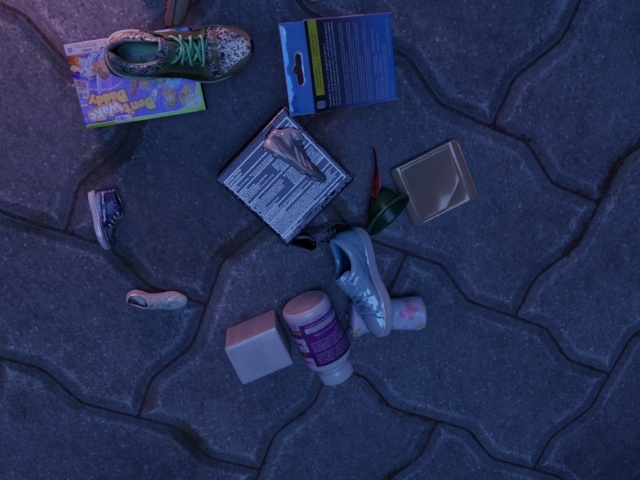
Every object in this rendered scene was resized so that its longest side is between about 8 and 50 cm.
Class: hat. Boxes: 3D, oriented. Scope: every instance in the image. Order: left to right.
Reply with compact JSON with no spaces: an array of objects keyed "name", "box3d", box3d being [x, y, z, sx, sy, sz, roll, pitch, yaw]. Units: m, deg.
[{"name":"hat","box3d":[0.173,-0.151,1.745,0.208,0.173,0.183,-45,72,7]}]

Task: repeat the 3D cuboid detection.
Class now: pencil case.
[{"name":"pencil case","box3d":[0.227,0.260,1.837,0.273,0.113,0.124,-5,84,-7]}]

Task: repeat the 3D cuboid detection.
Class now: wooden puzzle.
[{"name":"wooden puzzle","box3d":[0.377,-0.188,1.765,0.238,0.044,0.221,-25,108,5]}]

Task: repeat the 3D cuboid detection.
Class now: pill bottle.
[{"name":"pill bottle","box3d":[0.002,0.334,1.804,0.169,0.169,0.302,-24,107,0]}]

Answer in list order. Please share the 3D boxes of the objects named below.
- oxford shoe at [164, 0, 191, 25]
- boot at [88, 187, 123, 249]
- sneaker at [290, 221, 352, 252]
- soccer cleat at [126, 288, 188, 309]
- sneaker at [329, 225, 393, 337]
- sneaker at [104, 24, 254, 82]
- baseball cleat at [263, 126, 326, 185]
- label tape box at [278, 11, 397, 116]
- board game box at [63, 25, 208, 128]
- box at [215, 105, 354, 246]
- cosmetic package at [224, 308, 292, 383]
[{"name":"oxford shoe","box3d":[-0.301,-0.744,1.412,0.146,0.140,0.397,19,111,-28]},{"name":"boot","box3d":[-0.652,-0.068,1.652,0.086,0.069,0.190,-10,106,-1]},{"name":"sneaker","box3d":[0.000,0.000,1.722,0.228,0.132,0.086,-6,107,-5]},{"name":"soccer cleat","box3d":[-0.536,0.200,1.744,0.196,0.076,0.068,7,106,-9]},{"name":"sneaker","box3d":[0.111,0.145,1.695,0.150,0.135,0.366,-16,86,-32]},{"name":"sneaker","box3d":[-0.380,-0.494,1.417,0.410,0.182,0.158,-8,107,-6]},{"name":"baseball cleat","box3d":[-0.055,-0.243,1.488,0.205,0.072,0.109,29,92,-18]},{"name":"label tape box","box3d":[0.041,-0.507,1.538,0.347,0.115,0.249,-14,109,-20]},{"name":"board game box","box3d":[-0.524,-0.470,1.543,0.346,0.078,0.234,-11,108,-4]},{"name":"box","box3d":[-0.111,-0.201,1.621,0.296,0.183,0.294,-45,107,5]},{"name":"cosmetic package","box3d":[-0.206,0.354,1.793,0.183,0.151,0.152,-22,108,1]}]
